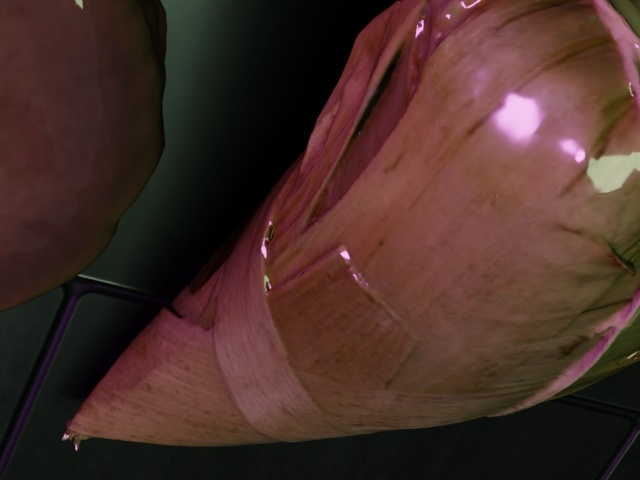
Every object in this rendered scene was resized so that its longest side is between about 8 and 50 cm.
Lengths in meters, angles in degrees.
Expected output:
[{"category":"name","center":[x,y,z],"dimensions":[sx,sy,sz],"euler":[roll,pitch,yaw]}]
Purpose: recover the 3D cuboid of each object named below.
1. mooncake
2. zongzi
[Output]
[{"category":"mooncake","center":[-0.241,-0.113,0.718],"dimensions":[0.324,0.187,0.324],"euler":[-6,123,-9]},{"category":"zongzi","center":[0.009,0.020,0.740],"dimensions":[0.466,0.218,0.500],"euler":[-27,166,2]}]
